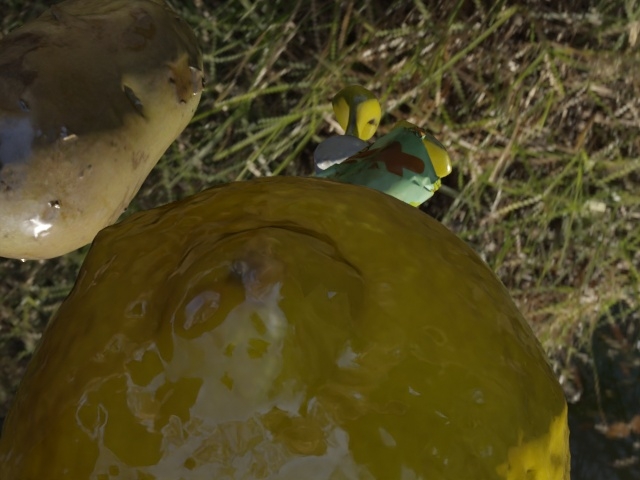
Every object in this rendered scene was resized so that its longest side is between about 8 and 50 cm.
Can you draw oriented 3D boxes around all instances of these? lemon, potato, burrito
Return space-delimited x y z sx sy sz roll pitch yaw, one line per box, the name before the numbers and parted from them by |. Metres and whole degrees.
lemon | -0.014 0.099 0.420 0.233 0.233 0.288 14 137 14
potato | -0.187 -0.090 0.764 0.165 0.262 0.165 18 138 17
burrito | 0.000 0.000 0.873 0.104 0.288 0.054 48 157 24

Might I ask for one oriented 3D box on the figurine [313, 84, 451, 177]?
figurine | 0.003 0.000 1.372 0.204 0.338 0.283 24 141 36
